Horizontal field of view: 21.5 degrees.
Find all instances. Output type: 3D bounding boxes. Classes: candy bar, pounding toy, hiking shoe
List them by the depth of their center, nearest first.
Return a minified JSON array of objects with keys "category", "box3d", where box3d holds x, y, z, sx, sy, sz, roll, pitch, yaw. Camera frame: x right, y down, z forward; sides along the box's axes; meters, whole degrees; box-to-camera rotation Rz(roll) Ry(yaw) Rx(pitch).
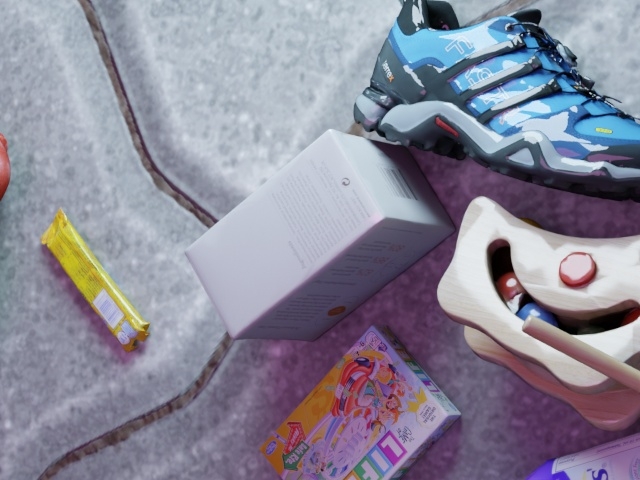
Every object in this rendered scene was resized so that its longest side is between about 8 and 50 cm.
[{"category":"pounding toy","box3d":[0.203,0.034,1.230,0.269,0.155,0.154,30,76,38]},{"category":"hiking shoe","box3d":[0.162,-0.114,1.308,0.304,0.113,0.132,18,96,31]},{"category":"candy bar","box3d":[-0.211,0.038,1.573,0.161,0.018,0.040,49,113,24]}]

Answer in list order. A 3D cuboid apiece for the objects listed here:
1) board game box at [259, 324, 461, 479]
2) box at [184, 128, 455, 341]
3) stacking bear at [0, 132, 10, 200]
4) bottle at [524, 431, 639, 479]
[{"category":"board game box","box3d":[0.032,0.160,1.414,0.154,0.026,0.103,-49,65,18]},{"category":"box","box3d":[0.000,0.000,1.386,0.170,0.130,0.091,-38,69,22]},{"category":"stacking bear","box3d":[-0.390,0.017,1.608,0.164,0.175,0.289,23,90,32]},{"category":"bottle","box3d":[0.207,0.214,1.266,0.283,0.092,0.118,-22,78,28]}]
